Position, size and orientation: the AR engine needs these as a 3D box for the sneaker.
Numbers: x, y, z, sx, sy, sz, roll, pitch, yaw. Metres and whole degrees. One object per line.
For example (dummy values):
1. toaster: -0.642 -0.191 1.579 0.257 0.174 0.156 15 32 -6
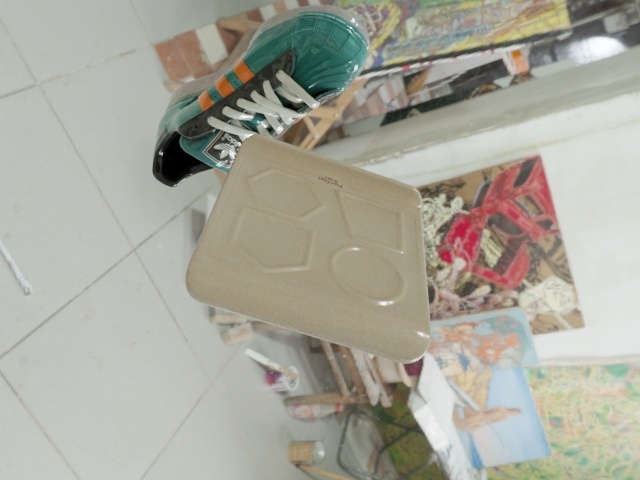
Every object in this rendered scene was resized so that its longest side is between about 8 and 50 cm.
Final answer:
1. sneaker: -0.075 -0.133 0.610 0.108 0.302 0.121 35 54 -35

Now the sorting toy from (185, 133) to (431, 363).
1. sorting toy: 0.000 0.000 0.500 0.192 0.038 0.208 18 42 -7
